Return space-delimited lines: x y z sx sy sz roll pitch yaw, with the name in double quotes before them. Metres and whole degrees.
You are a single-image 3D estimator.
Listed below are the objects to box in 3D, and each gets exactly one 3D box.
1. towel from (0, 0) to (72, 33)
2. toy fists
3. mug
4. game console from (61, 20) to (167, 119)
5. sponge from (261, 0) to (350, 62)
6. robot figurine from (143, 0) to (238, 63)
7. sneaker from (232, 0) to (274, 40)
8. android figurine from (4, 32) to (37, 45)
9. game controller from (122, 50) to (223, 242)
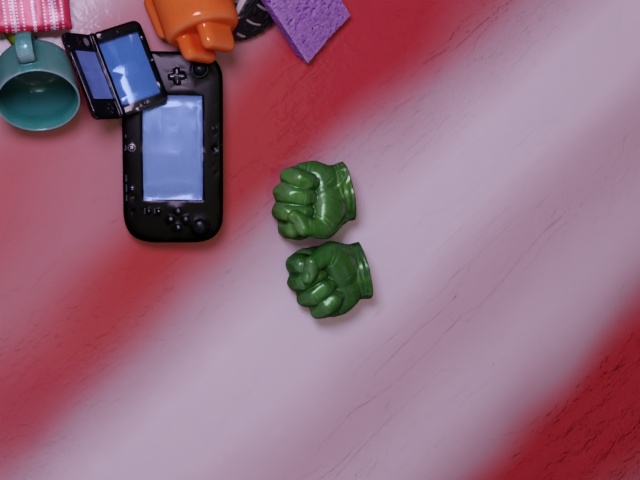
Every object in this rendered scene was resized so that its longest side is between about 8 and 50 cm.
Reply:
"towel" -0.529 -0.417 1.486 0.275 0.031 0.198 -6 100 -16
"toy fists" 0.000 0.000 1.697 0.142 0.096 0.279 -14 101 -12
"mug" -0.441 -0.260 1.524 0.129 0.097 0.158 13 134 -33
"game console" -0.327 -0.274 1.545 0.085 0.124 0.144 -21 92 19
"sponge" -0.034 -0.407 1.617 0.117 0.031 0.210 -48 140 -7
"robot figurine" -0.208 -0.399 1.566 0.128 0.158 0.219 -16 81 -20
"sneaker" -0.101 -0.464 1.628 0.108 0.100 0.271 30 102 27
"android figurine" -0.575 -0.402 1.521 0.248 0.056 0.273 -33 105 -9
"game controller" -0.248 -0.155 1.628 0.166 0.067 0.319 -1 96 -15
